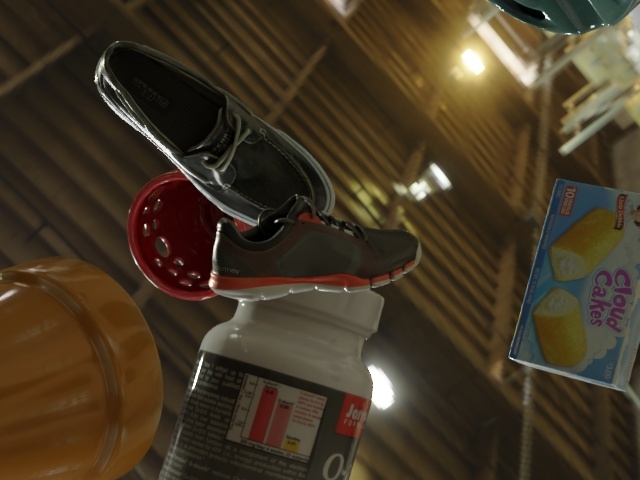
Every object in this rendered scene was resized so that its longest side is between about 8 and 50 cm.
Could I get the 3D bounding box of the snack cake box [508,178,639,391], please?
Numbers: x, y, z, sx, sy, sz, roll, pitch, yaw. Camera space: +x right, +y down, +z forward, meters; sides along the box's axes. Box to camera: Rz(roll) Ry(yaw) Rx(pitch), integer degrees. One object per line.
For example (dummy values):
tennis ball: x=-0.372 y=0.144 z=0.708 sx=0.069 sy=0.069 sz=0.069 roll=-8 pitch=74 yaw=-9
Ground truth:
snack cake box: x=0.376 y=0.061 z=1.679 sx=0.152 sy=0.264 sz=0.089 roll=13 pitch=173 yaw=30

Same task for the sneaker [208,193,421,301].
sneaker: x=0.000 y=0.000 z=0.831 sx=0.158 sy=0.064 sz=0.061 roll=-8 pitch=-165 yaw=-26

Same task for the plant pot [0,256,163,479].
plant pot: x=-0.266 y=0.129 z=0.992 sx=0.205 sy=0.205 sz=0.188 roll=56 pitch=-149 yaw=11

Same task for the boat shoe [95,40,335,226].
boat shoe: x=-0.130 y=-0.116 z=1.436 sx=0.335 sy=0.121 sz=0.119 roll=33 pitch=178 yaw=-3

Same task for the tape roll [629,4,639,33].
tape roll: x=0.531 y=-0.290 z=1.672 sx=0.219 sy=0.072 sz=0.219 roll=41 pitch=178 yaw=2

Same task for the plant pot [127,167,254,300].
plant pot: x=-0.161 y=-0.026 z=1.787 sx=0.191 sy=0.191 sz=0.174 roll=52 pitch=-153 yaw=2

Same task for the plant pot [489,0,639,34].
plant pot: x=0.302 y=-0.410 z=1.243 sx=0.341 sy=0.341 sz=0.334 roll=46 pitch=-113 yaw=-11

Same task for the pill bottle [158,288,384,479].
pill bottle: x=-0.058 y=0.215 z=1.385 sx=0.210 sy=0.362 sz=0.210 roll=17 pitch=174 yaw=2
